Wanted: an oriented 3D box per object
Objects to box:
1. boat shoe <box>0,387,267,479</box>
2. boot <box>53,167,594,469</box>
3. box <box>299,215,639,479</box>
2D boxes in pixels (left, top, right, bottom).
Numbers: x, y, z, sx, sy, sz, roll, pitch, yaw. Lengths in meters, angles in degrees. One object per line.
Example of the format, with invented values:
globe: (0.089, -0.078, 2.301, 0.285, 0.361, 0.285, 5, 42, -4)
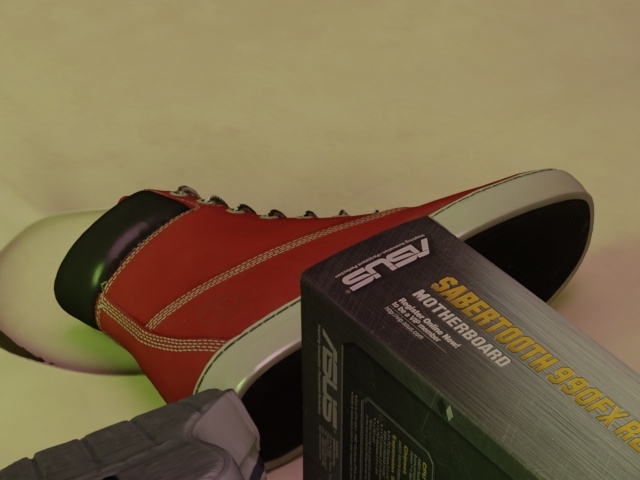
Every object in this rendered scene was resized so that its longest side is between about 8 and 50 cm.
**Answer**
boat shoe: (-0.062, 0.120, 0.693, 0.109, 0.094, 0.302, -20, 4, -4)
boot: (0.000, 0.000, 0.939, 0.244, 0.088, 0.176, -25, 41, -29)
box: (0.067, 0.133, 0.615, 0.056, 0.231, 0.183, -24, 42, -28)
